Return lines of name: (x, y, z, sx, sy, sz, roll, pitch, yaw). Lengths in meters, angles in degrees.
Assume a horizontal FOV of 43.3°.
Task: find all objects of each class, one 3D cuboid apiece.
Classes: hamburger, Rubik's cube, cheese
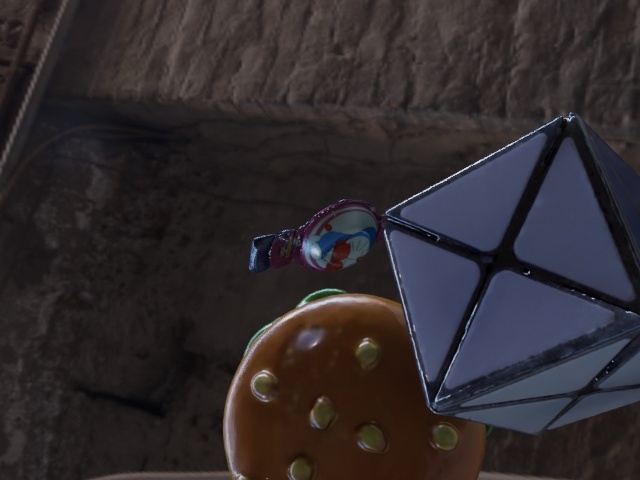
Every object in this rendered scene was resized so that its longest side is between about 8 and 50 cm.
hamburger: (0.057, 0.257, 1.178, 0.277, 0.396, 0.395, 52, -130, -77)
Rubik's cube: (0.251, 0.051, 0.899, 0.260, 0.255, 0.259, 27, -137, -46)
cheese: (0.000, 0.000, 0.771, 0.145, 0.038, 0.095, -12, -44, -24)
